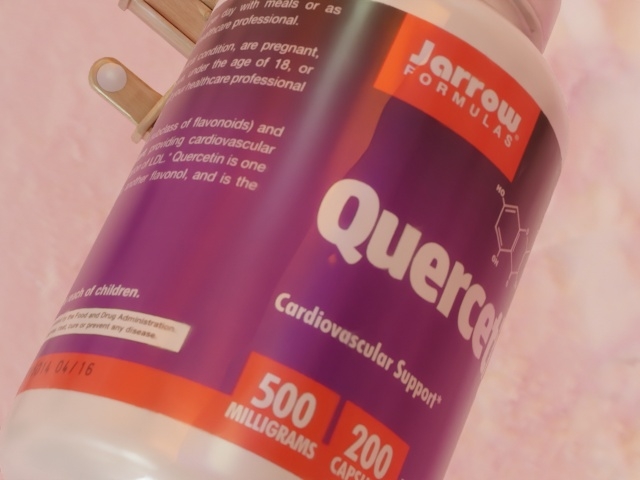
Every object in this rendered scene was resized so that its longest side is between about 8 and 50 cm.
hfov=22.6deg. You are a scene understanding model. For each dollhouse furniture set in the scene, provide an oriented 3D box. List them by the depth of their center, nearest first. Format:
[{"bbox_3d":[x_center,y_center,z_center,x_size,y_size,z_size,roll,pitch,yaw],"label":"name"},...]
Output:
[{"bbox_3d":[-0.103,-0.267,1.679,0.174,0.355,0.303,39,76,-5],"label":"dollhouse furniture set"}]

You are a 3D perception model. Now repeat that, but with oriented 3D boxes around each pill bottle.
[{"bbox_3d":[0.000,0.000,0.722,0.181,0.181,0.323,37,64,-29],"label":"pill bottle"}]
